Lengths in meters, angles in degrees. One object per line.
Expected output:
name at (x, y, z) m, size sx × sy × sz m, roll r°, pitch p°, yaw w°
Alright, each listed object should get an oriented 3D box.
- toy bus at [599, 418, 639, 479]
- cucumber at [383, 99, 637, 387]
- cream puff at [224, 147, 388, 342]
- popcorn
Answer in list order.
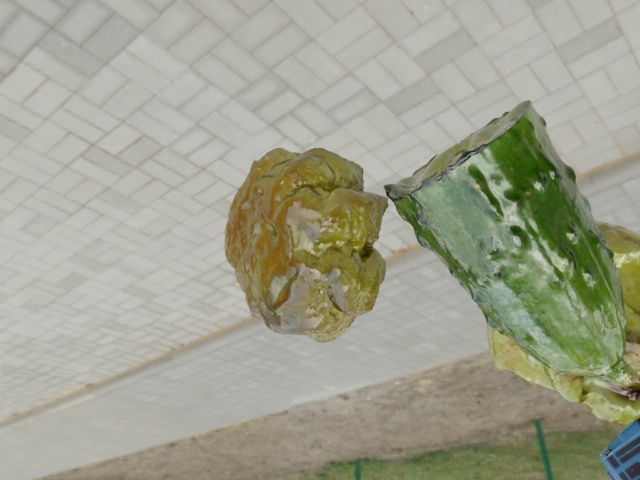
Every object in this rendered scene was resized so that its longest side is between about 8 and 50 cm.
toy bus at (0.445, 0.319, 0.739) m, size 0.090 × 0.184 × 0.106 m, roll 22°, pitch 119°, yaw -41°
cucumber at (0.169, 0.020, 0.465) m, size 0.134 × 0.134 × 0.244 m, roll -34°, pitch 95°, yaw 41°
cream puff at (-0.016, -0.001, 0.747) m, size 0.244 × 0.196 × 0.244 m, roll 12°, pitch 116°, yaw 26°
popcorn at (0.345, 0.106, 0.778) m, size 0.225 × 0.276 × 0.277 m, roll 43°, pitch 131°, yaw -20°
